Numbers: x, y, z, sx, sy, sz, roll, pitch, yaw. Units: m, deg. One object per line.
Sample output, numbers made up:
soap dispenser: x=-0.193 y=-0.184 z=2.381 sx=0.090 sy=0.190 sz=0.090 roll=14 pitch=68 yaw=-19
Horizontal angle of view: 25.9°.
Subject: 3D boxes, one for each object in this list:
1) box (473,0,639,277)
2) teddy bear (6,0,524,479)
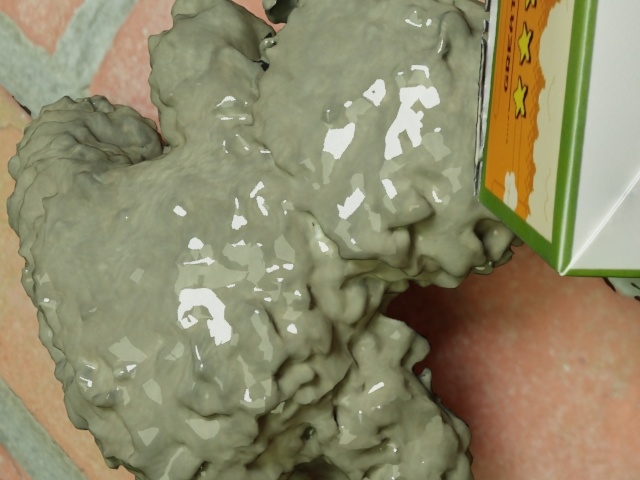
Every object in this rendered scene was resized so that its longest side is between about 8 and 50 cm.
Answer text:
box: x=0.186 y=-0.084 z=0.630 sx=0.195 sy=0.148 sz=0.177 roll=0 pitch=105 yaw=-9
teddy bear: x=0.000 y=0.000 z=0.820 sx=0.367 sy=0.224 sz=0.357 roll=-32 pitch=82 yaw=19
